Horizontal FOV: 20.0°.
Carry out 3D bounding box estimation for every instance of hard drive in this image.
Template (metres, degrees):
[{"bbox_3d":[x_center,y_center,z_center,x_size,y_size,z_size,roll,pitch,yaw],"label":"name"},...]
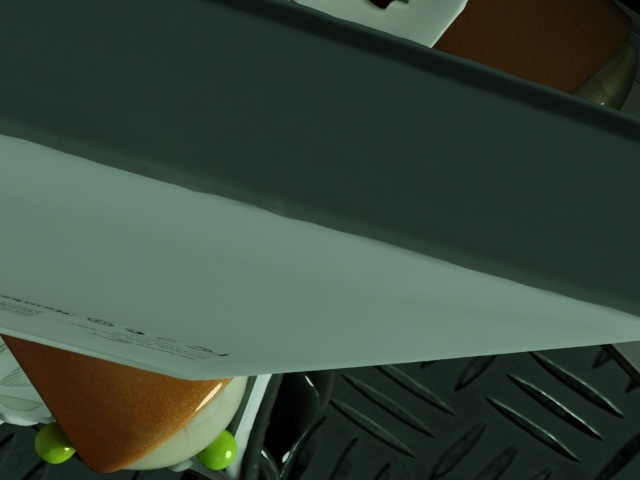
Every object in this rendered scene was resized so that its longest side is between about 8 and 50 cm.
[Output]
[{"bbox_3d":[-0.065,-0.007,0.458,0.307,0.203,0.040,164,-60,-67],"label":"hard drive"}]

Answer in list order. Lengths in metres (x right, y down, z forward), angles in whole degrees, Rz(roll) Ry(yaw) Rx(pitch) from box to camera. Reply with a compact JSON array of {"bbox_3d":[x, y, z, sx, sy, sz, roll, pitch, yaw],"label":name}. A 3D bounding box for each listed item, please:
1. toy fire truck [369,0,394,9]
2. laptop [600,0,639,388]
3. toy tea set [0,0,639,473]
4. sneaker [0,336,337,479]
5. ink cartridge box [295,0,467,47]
[{"bbox_3d":[-0.024,-0.221,0.619,0.302,0.169,0.254,-54,156,11],"label":"toy fire truck"},{"bbox_3d":[0.126,-0.209,0.730,0.408,0.236,0.382,-52,-153,9],"label":"laptop"},{"bbox_3d":[0.000,0.000,0.767,0.336,0.124,0.200,-24,-160,52],"label":"toy tea set"},{"bbox_3d":[-0.160,0.098,1.116,0.447,0.257,0.169,-37,-170,47],"label":"sneaker"},{"bbox_3d":[-0.065,-0.086,0.442,0.067,0.198,0.115,-56,-178,-13],"label":"ink cartridge box"}]
